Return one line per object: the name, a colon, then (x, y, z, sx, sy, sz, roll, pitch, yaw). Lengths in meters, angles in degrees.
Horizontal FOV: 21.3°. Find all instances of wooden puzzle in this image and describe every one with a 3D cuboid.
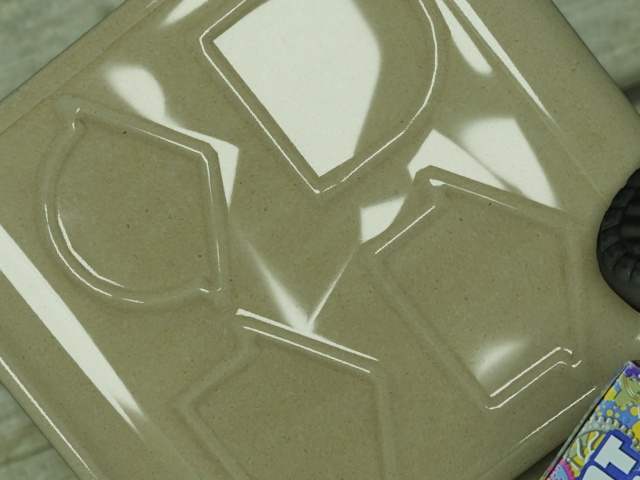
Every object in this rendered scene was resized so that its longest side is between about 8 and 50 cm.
wooden puzzle: (0.000, 0.000, 0.908, 0.348, 0.080, 0.322, -38, 94, 0)

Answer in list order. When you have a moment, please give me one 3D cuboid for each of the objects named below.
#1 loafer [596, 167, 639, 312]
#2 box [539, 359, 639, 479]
loafer: (0.296, -0.072, 0.860, 0.366, 0.134, 0.130, -43, 117, -5)
box: (0.224, 0.200, 0.771, 0.279, 0.290, 0.177, 35, 98, 16)
